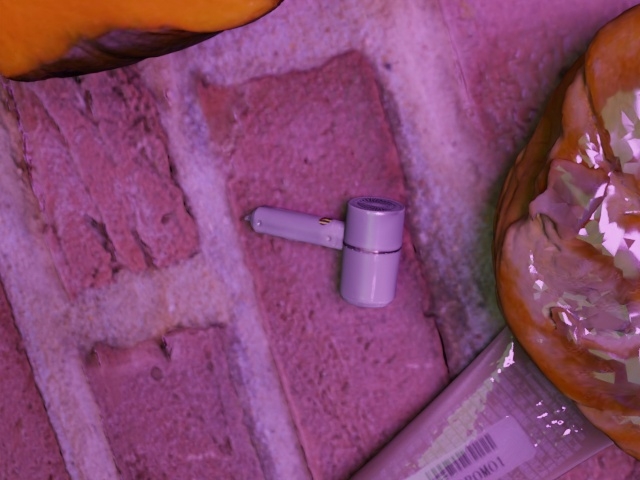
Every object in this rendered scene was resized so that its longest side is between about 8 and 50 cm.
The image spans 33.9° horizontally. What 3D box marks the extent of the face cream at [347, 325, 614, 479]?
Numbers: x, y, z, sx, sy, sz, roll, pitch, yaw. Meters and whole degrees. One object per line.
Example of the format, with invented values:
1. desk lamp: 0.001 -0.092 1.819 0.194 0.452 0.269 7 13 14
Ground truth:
1. face cream: 0.092 0.205 0.873 0.341 0.084 0.137 -42 91 15

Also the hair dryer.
1. hair dryer: 0.000 0.000 0.860 0.137 0.047 0.082 13 109 20

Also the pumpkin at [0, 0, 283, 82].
1. pumpkin: -0.150 -0.277 0.721 0.225 0.256 0.303 -8 126 15

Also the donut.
1. donut: 0.285 0.000 0.701 0.360 0.170 0.361 3 100 15
